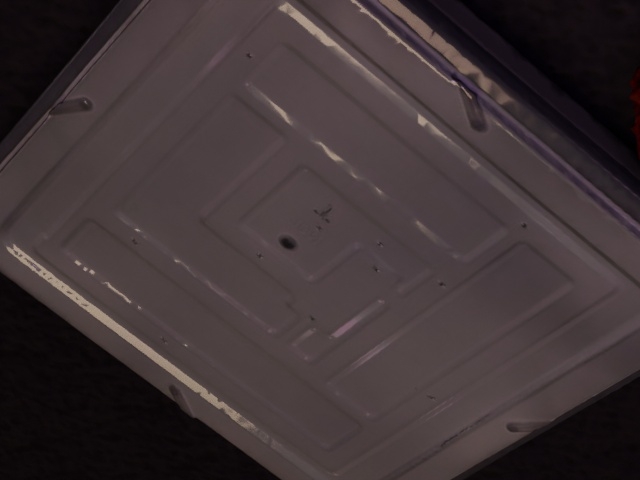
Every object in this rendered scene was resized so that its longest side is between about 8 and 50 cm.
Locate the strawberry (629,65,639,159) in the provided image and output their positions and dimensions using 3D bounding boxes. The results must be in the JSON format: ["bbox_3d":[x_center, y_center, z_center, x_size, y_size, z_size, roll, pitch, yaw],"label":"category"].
[{"bbox_3d":[0.156,-0.035,0.526,0.083,0.083,0.096,-8,139,29],"label":"strawberry"}]

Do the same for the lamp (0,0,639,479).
[{"bbox_3d":[0.000,0.000,0.646,0.269,0.047,0.266,38,133,-13],"label":"lamp"}]
